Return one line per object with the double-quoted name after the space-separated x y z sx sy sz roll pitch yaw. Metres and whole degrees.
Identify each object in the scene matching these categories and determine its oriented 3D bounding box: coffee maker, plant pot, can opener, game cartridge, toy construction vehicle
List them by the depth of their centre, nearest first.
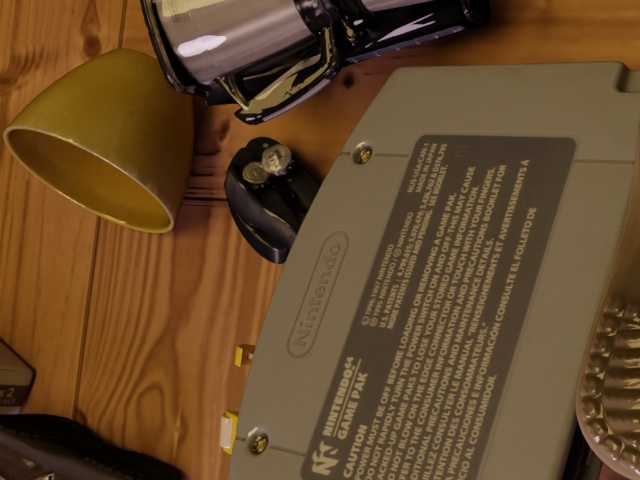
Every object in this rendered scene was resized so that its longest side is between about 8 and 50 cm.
0.062 0.043 0.584 0.198 0.062 0.297 4 66 42 "game cartridge"
0.003 -0.160 0.670 0.178 0.171 0.120 -15 111 19 "coffee maker"
0.000 0.000 0.711 0.059 0.073 0.186 -37 56 -14 "can opener"
-0.022 0.114 0.724 0.098 0.035 0.085 10 101 44 "toy construction vehicle"
-0.144 -0.080 0.804 0.134 0.134 0.095 8 65 41 "plant pot"

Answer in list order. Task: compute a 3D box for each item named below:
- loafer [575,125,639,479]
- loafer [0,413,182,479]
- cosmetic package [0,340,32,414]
0.196 -0.012 0.514 0.102 0.092 0.268 19 80 39 "loafer"
-0.198 0.181 0.829 0.220 0.080 0.078 12 91 41 "loafer"
-0.369 0.130 0.939 0.184 0.151 0.151 31 104 41 "cosmetic package"
